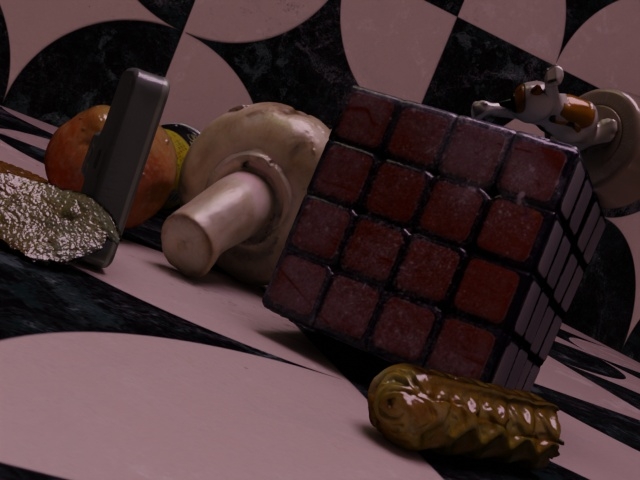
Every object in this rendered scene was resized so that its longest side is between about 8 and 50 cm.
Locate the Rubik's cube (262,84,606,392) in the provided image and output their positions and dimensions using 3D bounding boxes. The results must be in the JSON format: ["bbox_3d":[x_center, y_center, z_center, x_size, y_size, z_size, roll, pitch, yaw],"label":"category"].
[{"bbox_3d":[0.173,0.021,1.338,0.344,0.344,0.337,23,-3,24],"label":"Rubik's cube"}]

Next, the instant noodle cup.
[{"bbox_3d":[-0.367,-0.153,2.033,0.215,0.216,0.236,24,13,16],"label":"instant noodle cup"}]

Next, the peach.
[{"bbox_3d":[-0.343,-0.117,1.545,0.232,0.233,0.232,22,4,-2],"label":"peach"}]

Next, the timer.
[{"bbox_3d":[0.351,-0.163,1.314,0.266,0.175,0.175,19,5,-39],"label":"timer"}]

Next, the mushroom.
[{"bbox_3d":[-0.108,-0.050,1.588,0.315,0.356,0.315,25,-20,10],"label":"mushroom"}]

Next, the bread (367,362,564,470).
[{"bbox_3d":[0.159,0.194,1.030,0.269,0.098,0.087,18,-38,-39],"label":"bread"}]

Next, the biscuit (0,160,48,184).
[{"bbox_3d":[-0.540,-0.109,1.616,0.187,0.027,0.188,24,5,-2],"label":"biscuit"}]

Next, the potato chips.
[{"bbox_3d":[-0.351,-0.024,1.155,0.209,0.026,0.142,0,50,-11],"label":"potato chips"}]

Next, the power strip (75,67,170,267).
[{"bbox_3d":[-0.283,-0.104,1.282,0.059,0.265,0.193,18,3,-23],"label":"power strip"}]
